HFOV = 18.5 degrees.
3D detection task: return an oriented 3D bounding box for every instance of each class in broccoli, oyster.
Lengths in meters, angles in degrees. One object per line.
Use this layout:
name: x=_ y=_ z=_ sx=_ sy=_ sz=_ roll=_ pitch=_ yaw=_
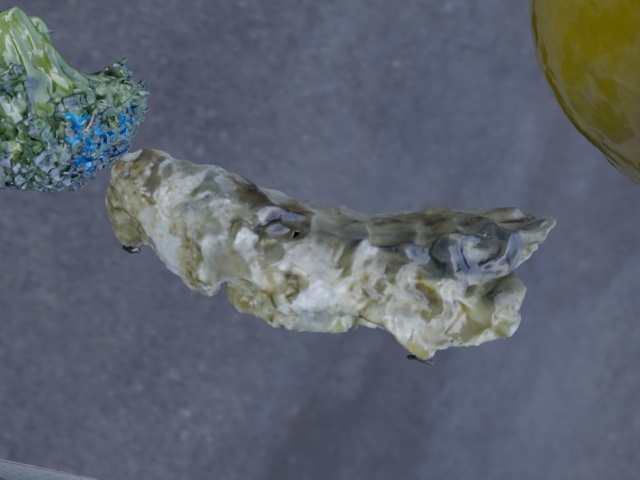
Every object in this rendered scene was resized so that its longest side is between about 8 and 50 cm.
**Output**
broccoli: x=-0.229 y=-0.116 z=1.632 sx=0.154 sy=0.167 sz=0.160 roll=24 pitch=48 yaw=-86
oyster: x=0.002 y=0.003 z=0.845 sx=0.106 sy=0.200 sz=0.061 roll=-90 pitch=174 yaw=-49

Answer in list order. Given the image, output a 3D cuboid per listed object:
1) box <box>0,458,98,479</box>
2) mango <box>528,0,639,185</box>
box: x=-0.182 y=0.136 z=0.813 sx=0.330 sy=0.210 sz=0.095 roll=20 pitch=85 yaw=-38
mango: x=0.142 y=-0.088 z=0.489 sx=0.156 sy=0.251 sz=0.114 roll=-1 pitch=72 yaw=-14
